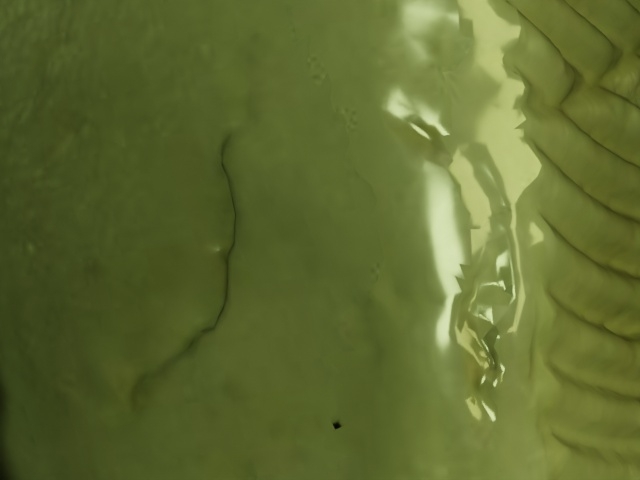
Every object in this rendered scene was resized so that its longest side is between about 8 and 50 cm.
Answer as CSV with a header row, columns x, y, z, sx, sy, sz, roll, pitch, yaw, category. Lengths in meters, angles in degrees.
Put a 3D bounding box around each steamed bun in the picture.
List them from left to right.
x,y,z,sx,sy,sz,roll,pitch,yaw,category
-0.003,0.004,0.533,0.247,0.236,0.384,-21,101,-59,steamed bun
